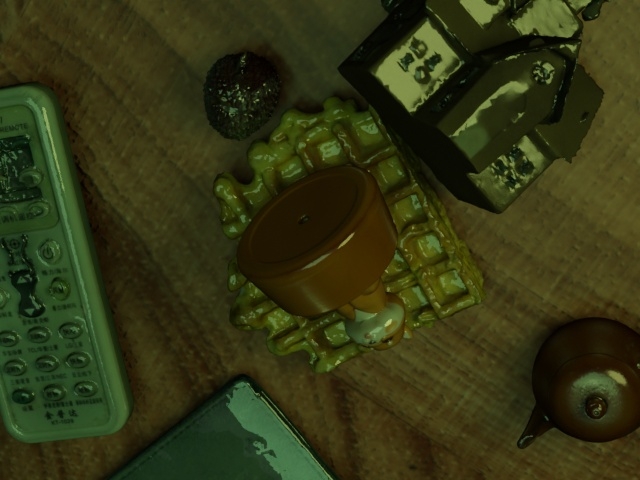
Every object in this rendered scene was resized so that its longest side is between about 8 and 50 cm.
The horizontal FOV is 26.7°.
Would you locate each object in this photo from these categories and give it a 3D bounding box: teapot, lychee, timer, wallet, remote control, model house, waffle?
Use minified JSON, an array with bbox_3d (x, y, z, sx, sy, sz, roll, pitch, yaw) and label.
[{"bbox_3d":[0.240,0.123,1.157,0.173,0.116,0.116,-35,98,18],"label":"teapot"},{"bbox_3d":[-0.068,-0.126,1.160,0.067,0.068,0.083,10,126,-12],"label":"lychee"},{"bbox_3d":[0.024,0.035,1.118,0.132,0.132,0.152,-26,121,17],"label":"timer"},{"bbox_3d":[-0.068,0.301,1.303,0.251,0.054,0.290,-38,92,15],"label":"wallet"},{"bbox_3d":[-0.264,0.024,1.247,0.128,0.065,0.335,-7,106,15],"label":"remote control"},{"bbox_3d":[0.168,-0.164,1.064,0.248,0.176,0.181,-47,108,-3],"label":"model house"},{"bbox_3d":[0.000,0.000,1.192,0.219,0.057,0.229,-28,98,17],"label":"waffle"}]
